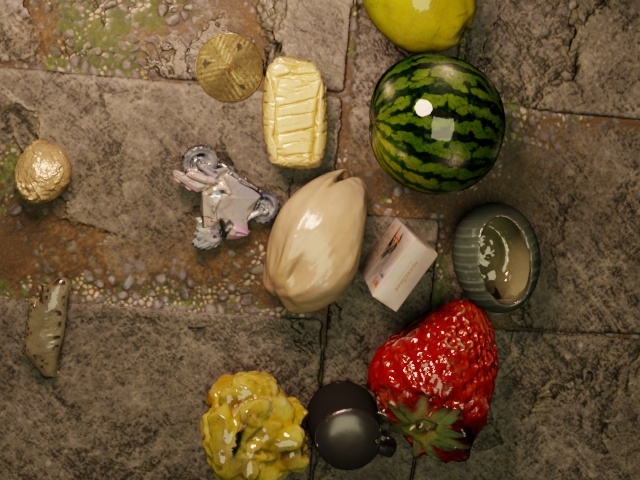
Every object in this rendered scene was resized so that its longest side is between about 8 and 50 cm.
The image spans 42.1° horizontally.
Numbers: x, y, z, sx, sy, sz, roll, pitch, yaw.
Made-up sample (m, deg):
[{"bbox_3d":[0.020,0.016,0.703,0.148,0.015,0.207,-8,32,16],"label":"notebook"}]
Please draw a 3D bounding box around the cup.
[{"bbox_3d":[0.078,0.426,1.866,0.223,0.176,0.169,27,95,-9],"label":"cup"}]

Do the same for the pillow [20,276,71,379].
[{"bbox_3d":[-0.608,0.191,1.825,0.093,0.051,0.241,10,103,-6],"label":"pillow"}]

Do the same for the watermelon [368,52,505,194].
[{"bbox_3d":[0.234,-0.232,1.692,0.285,0.285,0.285,-1,102,-4],"label":"watermelon"}]

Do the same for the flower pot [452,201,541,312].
[{"bbox_3d":[0.384,0.037,1.820,0.189,0.157,0.243,-9,103,-1],"label":"flower pot"}]

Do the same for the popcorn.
[{"bbox_3d":[-0.143,0.428,1.833,0.252,0.215,0.286,-12,102,-26],"label":"popcorn"}]

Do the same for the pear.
[{"bbox_3d":[0.190,-0.496,1.667,0.269,0.212,0.212,41,96,5],"label":"pear"}]

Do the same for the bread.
[{"bbox_3d":[-0.055,-0.266,1.748,0.140,0.106,0.236,-1,101,-3],"label":"bread"}]

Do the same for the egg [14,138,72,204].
[{"bbox_3d":[-0.578,-0.142,1.727,0.118,0.116,0.140,14,70,5],"label":"egg"}]

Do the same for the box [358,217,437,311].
[{"bbox_3d":[0.160,0.047,1.764,0.067,0.233,0.149,32,98,-11],"label":"box"}]

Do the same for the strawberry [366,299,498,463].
[{"bbox_3d":[0.249,0.298,1.833,0.291,0.310,0.292,8,127,10],"label":"strawberry"}]

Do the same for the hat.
[{"bbox_3d":[-0.191,-0.361,1.737,0.146,0.067,0.146,-1,101,-5],"label":"hat"}]

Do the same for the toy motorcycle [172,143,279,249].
[{"bbox_3d":[-0.227,-0.069,1.773,0.239,0.108,0.204,37,96,-11],"label":"toy motorcycle"}]

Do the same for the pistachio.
[{"bbox_3d":[0.000,0.000,1.766,0.226,0.208,0.332,28,82,-52],"label":"pistachio"}]
